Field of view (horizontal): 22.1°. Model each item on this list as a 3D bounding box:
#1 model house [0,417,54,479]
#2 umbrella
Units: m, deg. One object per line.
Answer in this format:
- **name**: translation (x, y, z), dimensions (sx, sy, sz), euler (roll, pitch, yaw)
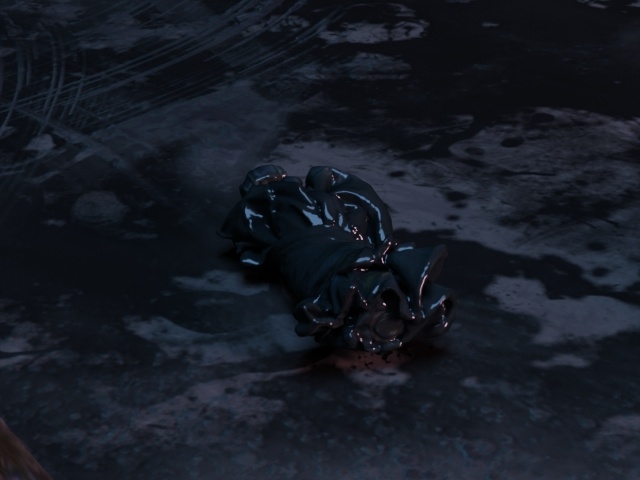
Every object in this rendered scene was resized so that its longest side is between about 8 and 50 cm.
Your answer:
- **model house**: translation (-0.217, 0.304, 0.743), dimensions (0.339, 0.297, 0.360), euler (-36, 32, 0)
- **umbrella**: translation (-0.002, -0.002, 1.484), dimensions (0.143, 0.094, 0.349), euler (-6, 25, -18)
